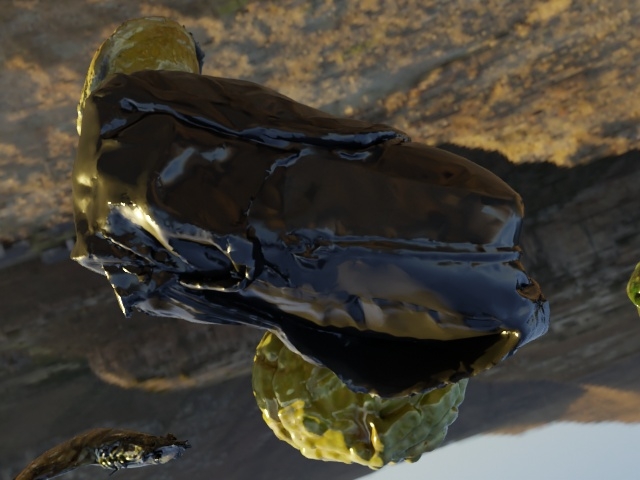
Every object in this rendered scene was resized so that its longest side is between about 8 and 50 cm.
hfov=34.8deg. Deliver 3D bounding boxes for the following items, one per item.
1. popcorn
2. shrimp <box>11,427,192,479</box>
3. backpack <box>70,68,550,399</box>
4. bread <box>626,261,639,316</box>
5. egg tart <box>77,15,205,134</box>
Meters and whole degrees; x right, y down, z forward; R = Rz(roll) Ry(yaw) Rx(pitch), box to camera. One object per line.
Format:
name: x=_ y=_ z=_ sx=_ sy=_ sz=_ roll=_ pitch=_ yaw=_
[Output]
popcorn: x=0.053 y=0.171 z=1.300 sx=0.270 sy=0.224 sz=0.258 roll=-5 pitch=177 yaw=-34
shrimp: x=-0.293 y=0.295 z=1.281 sx=0.262 sy=0.051 sz=0.198 roll=-8 pitch=-162 yaw=37
backpack: x=0.000 y=0.000 z=0.968 sx=0.445 sy=0.255 sz=0.363 roll=13 pitch=-178 yaw=10
bread: x=0.665 y=0.050 z=1.544 sx=0.382 sy=0.129 sz=0.366 roll=-21 pitch=-169 yaw=22
egg tart: x=-0.250 y=-0.209 z=1.514 sx=0.252 sy=0.098 sz=0.232 roll=-55 pitch=148 yaw=-12
